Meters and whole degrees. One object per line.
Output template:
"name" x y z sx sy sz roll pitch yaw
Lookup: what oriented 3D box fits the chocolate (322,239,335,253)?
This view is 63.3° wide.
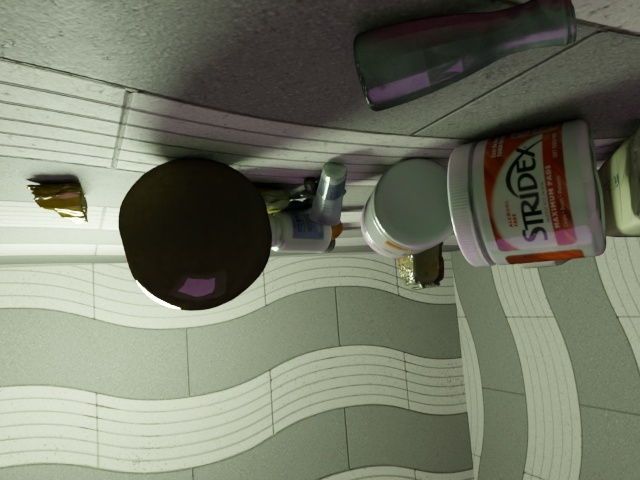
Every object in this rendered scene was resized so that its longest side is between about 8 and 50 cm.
"chocolate" 0.000 0.000 2.114 0.110 0.110 0.248 -6 176 14

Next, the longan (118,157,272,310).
"longan" -0.245 -0.012 1.019 0.319 0.318 0.319 -4 174 0

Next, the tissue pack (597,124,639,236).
"tissue pack" 0.765 -0.122 1.084 0.298 0.207 0.380 -6 173 19

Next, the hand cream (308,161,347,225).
"hand cream" 0.020 -0.097 1.209 0.080 0.048 0.255 15 157 1

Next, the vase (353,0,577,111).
"vase" 0.148 -0.204 0.545 0.214 0.086 0.086 -11 172 18

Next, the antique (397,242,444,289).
"antique" 0.317 0.017 1.680 0.125 0.283 0.150 -2 172 -22

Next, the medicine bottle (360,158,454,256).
"medicine bottle" 0.209 -0.065 1.263 0.203 0.202 0.316 -4 174 -1

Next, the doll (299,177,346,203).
"doll" 0.006 -0.115 1.286 0.115 0.077 0.150 -17 159 15

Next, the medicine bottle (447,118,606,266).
"medicine bottle" 0.397 -0.083 0.991 0.241 0.252 0.253 -9 172 32

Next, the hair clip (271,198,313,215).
"hair clip" -0.073 -0.096 1.432 0.196 0.052 0.124 -11 -163 20

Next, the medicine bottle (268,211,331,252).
"medicine bottle" -0.073 -0.020 1.336 0.187 0.102 0.103 3 171 -32

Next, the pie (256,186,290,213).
"pie" -0.231 -0.093 1.318 0.324 0.070 0.323 -4 178 0

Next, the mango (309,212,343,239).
"mango" -0.002 -0.059 1.725 0.160 0.084 0.105 22 178 -28

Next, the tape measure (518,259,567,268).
"tape measure" 0.552 -0.067 1.287 0.130 0.257 0.265 -12 177 43

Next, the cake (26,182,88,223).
"cake" -0.582 -0.079 1.161 0.116 0.079 0.185 -4 178 -25
